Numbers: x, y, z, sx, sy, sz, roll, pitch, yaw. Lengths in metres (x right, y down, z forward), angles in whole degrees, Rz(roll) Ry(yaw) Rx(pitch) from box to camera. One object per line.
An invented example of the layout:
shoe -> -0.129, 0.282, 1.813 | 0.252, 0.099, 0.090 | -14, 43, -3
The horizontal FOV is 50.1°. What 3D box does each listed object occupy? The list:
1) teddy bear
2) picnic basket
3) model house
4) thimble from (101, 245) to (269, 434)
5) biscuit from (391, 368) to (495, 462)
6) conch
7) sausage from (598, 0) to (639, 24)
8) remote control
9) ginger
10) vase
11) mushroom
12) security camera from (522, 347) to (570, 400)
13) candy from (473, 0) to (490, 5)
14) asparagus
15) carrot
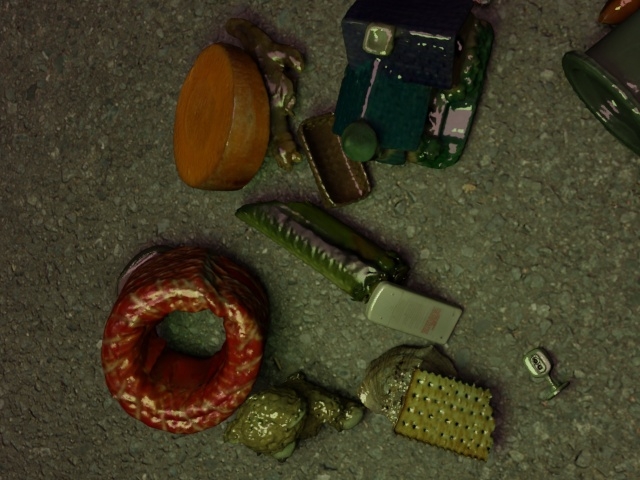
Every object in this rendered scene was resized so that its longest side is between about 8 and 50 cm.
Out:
teddy bear -> -0.069, 0.361, 1.389 | 0.267, 0.256, 0.156 | -27, 80, 20
picnic basket -> 0.025, -0.161, 1.395 | 0.110, 0.055, 0.193 | -20, 88, -20
model house -> 0.151, -0.286, 1.236 | 0.245, 0.280, 0.312 | 18, 102, 18
thimble -> -0.278, 0.199, 1.421 | 0.350, 0.230, 0.350 | 0, 108, 0
biscuit -> 0.244, 0.327, 1.285 | 0.203, 0.016, 0.144 | 18, 91, -10
conch -> 0.178, 0.299, 1.370 | 0.245, 0.163, 0.178 | 1, 60, 36
sausage -> 0.548, -0.451, 1.177 | 0.089, 0.089, 0.179 | 29, 105, 16
remote control -> 0.181, 0.142, 1.340 | 0.190, 0.029, 0.088 | 19, 104, -20
ginger -> -0.105, -0.307, 1.441 | 0.166, 0.080, 0.333 | -4, 90, 15
vase -> 0.585, -0.306, 1.116 | 0.291, 0.245, 0.245 | -40, 80, 10
mushroom -> -0.380, 0.084, 1.555 | 0.188, 0.117, 0.141 | -43, 121, 14
security camera -> 0.425, 0.251, 1.303 | 0.058, 0.058, 0.092 | -44, 71, 18
candy -> 0.190, -0.496, 1.322 | 0.292, 0.059, 0.086 | 8, 96, 19
asparagus -> 0.000, 0.000, 1.409 | 0.382, 0.108, 0.128 | 33, 106, 16
carrot -> -0.210, -0.256, 1.432 | 0.258, 0.100, 0.307 | 23, 107, 44
